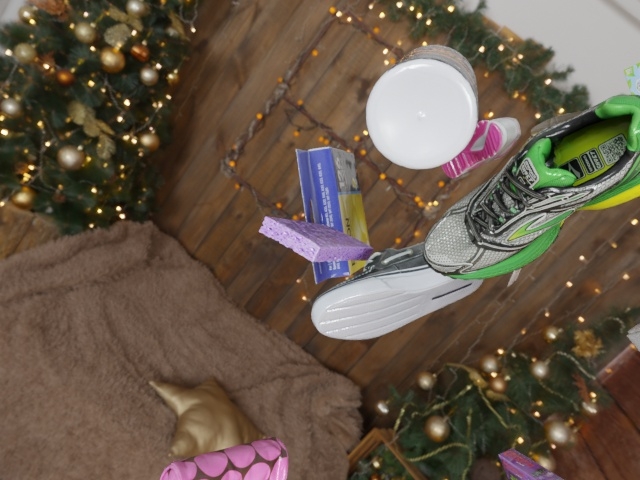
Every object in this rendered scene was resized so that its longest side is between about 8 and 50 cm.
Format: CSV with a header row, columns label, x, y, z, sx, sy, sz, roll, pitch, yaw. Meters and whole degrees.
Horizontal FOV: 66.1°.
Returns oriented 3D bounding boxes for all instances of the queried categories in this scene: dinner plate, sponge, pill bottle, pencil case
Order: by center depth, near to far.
label,x,y,z,sx,sy,sz,roll,pitch,yaw
pill bottle,0.145,-0.192,0.668,0.130,0.130,0.245,38,30,-4
pencil case,-0.145,0.378,0.774,0.209,0.095,0.098,4,63,-42
sponge,0.000,0.000,0.860,0.117,0.031,0.210,27,11,28
dinner plate,0.550,0.067,1.362,0.017,0.141,0.141,23,9,20

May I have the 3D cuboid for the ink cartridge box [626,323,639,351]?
label,x,y,z,sx,sy,sz,roll,pitch,yaw
ink cartridge box,0.792,0.270,0.863,0.384,0.160,0.279,57,-5,18

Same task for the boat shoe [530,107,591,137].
label,x,y,z,sx,sy,sz,roll,pitch,yaw
boat shoe,0.397,-0.171,0.757,0.045,0.135,0.050,65,30,-25

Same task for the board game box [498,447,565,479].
label,x,y,z,sx,sy,sz,roll,pitch,yaw
board game box,0.511,0.594,1.040,0.208,0.056,0.347,64,-8,3

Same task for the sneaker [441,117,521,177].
label,x,y,z,sx,sy,sz,roll,pitch,yaw
sneaker,0.375,-0.219,1.164,0.252,0.111,0.103,-11,-84,69

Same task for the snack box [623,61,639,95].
label,x,y,z,sx,sy,sz,roll,pitch,yaw
snack box,0.725,-0.343,1.024,0.037,0.141,0.100,-6,80,-36

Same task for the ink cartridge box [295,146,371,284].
label,x,y,z,sx,sy,sz,roll,pitch,yaw
ink cartridge box,0.044,-0.070,1.199,0.307,0.072,0.303,-22,105,-72

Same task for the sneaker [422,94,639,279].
label,x,y,z,sx,sy,sz,roll,pitch,yaw
sneaker,0.259,-0.066,0.625,0.146,0.343,0.134,11,49,-43

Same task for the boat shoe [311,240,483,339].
label,x,y,z,sx,sy,sz,roll,pitch,yaw
boat shoe,0.125,0.077,0.864,0.335,0.121,0.119,-11,43,-24
